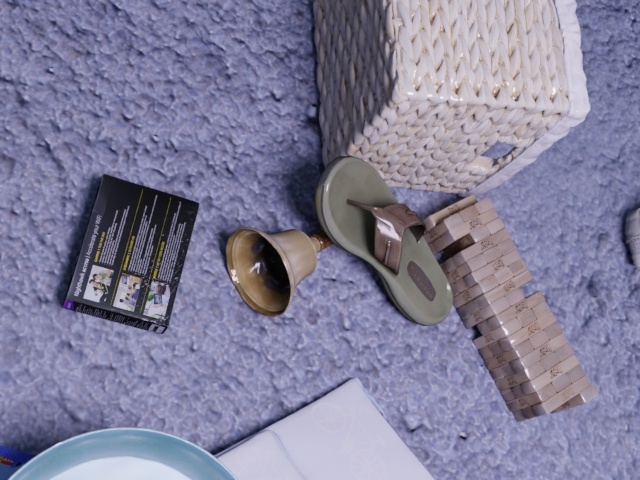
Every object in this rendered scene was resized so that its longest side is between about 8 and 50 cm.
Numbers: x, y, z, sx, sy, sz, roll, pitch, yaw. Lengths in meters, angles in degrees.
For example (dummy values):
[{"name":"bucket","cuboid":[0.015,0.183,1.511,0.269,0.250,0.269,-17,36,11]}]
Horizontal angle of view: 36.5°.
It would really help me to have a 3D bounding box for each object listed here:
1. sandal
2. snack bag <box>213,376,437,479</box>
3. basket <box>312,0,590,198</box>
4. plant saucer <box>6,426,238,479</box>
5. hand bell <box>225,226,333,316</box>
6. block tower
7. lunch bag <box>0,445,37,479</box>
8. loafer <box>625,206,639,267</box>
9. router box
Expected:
[{"name":"sandal","cuboid":[0.106,-0.003,1.312,0.303,0.086,0.120,47,60,-28]},{"name":"snack bag","cuboid":[0.022,0.344,1.155,0.343,0.037,0.323,-22,59,-35]},{"name":"basket","cuboid":[0.162,-0.266,1.347,0.267,0.328,0.331,3,72,-18]},{"name":"plant saucer","cuboid":[-0.206,0.353,0.993,0.318,0.044,0.317,6,73,-21]},{"name":"hand bell","cuboid":[0.000,0.000,1.335,0.242,0.126,0.126,-27,83,-40]},{"name":"block tower","cuboid":[0.261,0.100,1.390,0.097,0.091,0.335,-26,82,-25]},{"name":"lunch bag","cuboid":[-0.364,0.340,1.060,0.293,0.138,0.220,18,69,-4]},{"name":"loafer","cuboid":[0.637,0.020,1.556,0.320,0.112,0.111,8,75,-10]},{"name":"router box","cuboid":[-0.242,0.017,1.250,0.133,0.046,0.178,18,67,-14]}]
